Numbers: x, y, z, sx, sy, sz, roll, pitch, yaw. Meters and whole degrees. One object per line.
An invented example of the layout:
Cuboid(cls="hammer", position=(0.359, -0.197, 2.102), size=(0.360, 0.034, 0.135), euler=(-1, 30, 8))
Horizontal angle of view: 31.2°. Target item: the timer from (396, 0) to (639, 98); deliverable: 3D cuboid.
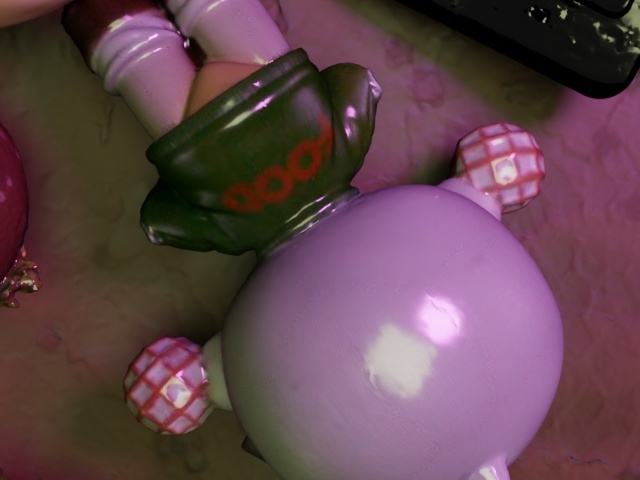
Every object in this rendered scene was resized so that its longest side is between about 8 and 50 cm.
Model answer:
Cuboid(cls="timer", position=(0.118, -0.180, 0.654), size=(0.187, 0.055, 0.144), euler=(28, 107, 8))

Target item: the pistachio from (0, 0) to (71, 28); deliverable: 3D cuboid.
Cuboid(cls="pistachio", position=(-0.156, -0.243, 0.576), size=(0.230, 0.230, 0.308), euler=(31, 75, -7))

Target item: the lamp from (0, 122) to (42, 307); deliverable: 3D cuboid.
Cuboid(cls="lamp", position=(-0.245, -0.018, 0.633), size=(0.156, 0.135, 0.157), euler=(-3, 67, -33))

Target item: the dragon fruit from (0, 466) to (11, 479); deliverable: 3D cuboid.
Cuboid(cls="dragon fruit", position=(-0.176, 0.208, 0.663), size=(0.142, 0.121, 0.130), euler=(34, 58, 18))

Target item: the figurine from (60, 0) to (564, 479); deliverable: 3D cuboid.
Cuboid(cls="figurine", position=(0.000, 0.000, 0.638), size=(0.281, 0.167, 0.370), euler=(-33, 88, -6))
